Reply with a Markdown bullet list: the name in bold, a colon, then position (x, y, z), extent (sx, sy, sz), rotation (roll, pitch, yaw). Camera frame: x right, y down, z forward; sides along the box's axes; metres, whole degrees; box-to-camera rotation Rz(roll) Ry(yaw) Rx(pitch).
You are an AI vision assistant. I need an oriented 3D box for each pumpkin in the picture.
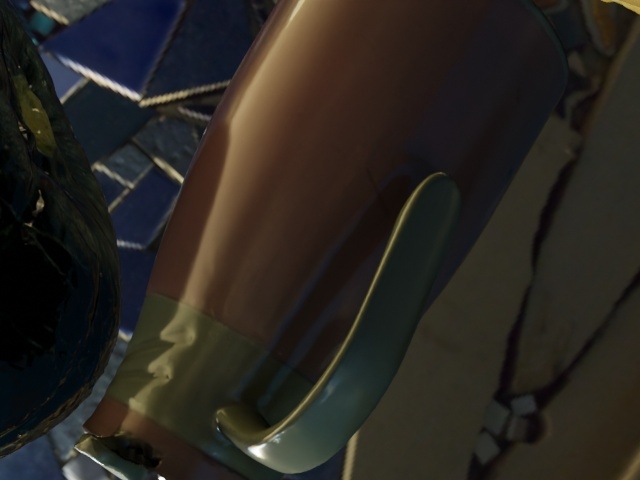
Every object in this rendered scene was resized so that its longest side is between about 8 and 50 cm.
- **pumpkin**: position (-0.247, -0.016, 0.520), extent (0.238, 0.315, 0.315), rotation (-25, 180, -8)

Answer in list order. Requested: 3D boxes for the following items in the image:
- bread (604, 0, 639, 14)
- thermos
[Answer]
- **bread**: position (0.206, -0.255, 0.626), extent (0.329, 0.245, 0.424), rotation (-32, -138, -17)
- **thermos**: position (0.000, 0.000, 0.439), extent (0.265, 0.146, 0.176), rotation (-60, -157, -16)
